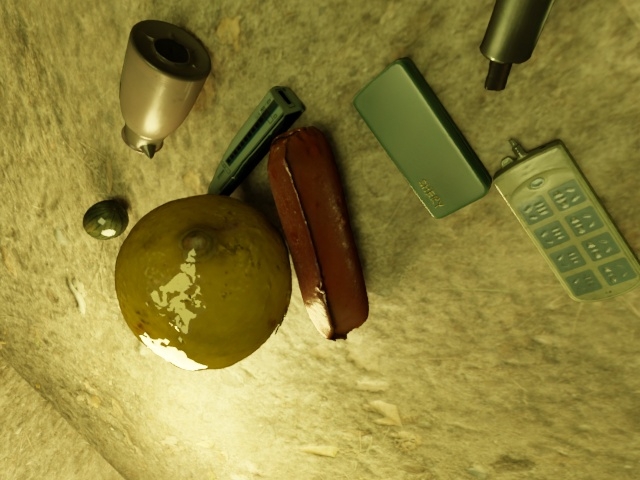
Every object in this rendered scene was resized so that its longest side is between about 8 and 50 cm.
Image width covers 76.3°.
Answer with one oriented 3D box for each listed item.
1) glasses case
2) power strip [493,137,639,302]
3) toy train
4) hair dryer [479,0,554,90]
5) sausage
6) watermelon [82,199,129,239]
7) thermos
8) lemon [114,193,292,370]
[{"bbox_3d":[0.122,-0.118,0.486,0.077,0.039,0.184,-31,100,39],"label":"glasses case"},{"bbox_3d":[0.277,-0.022,0.462,0.080,0.029,0.227,-32,99,39],"label":"power strip"},{"bbox_3d":[-0.121,-0.125,0.611,0.048,0.055,0.252,48,129,-5],"label":"toy train"},{"bbox_3d":[0.232,-0.260,0.275,0.320,0.156,0.284,2,161,13],"label":"hair dryer"},{"bbox_3d":[0.000,0.000,0.593,0.102,0.102,0.330,0,118,30],"label":"sausage"},{"bbox_3d":[-0.439,-0.040,0.832,0.110,0.078,0.078,-16,109,37],"label":"watermelon"},{"bbox_3d":[-0.250,-0.223,0.609,0.193,0.105,0.137,-42,67,46],"label":"thermos"},{"bbox_3d":[-0.168,0.060,0.611,0.258,0.258,0.310,38,150,5],"label":"lemon"}]
